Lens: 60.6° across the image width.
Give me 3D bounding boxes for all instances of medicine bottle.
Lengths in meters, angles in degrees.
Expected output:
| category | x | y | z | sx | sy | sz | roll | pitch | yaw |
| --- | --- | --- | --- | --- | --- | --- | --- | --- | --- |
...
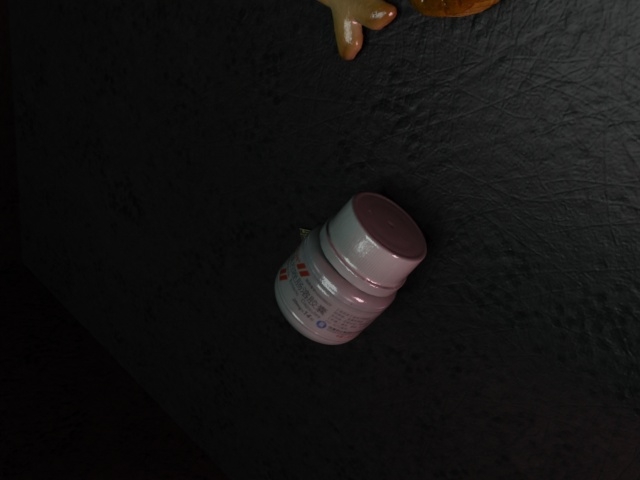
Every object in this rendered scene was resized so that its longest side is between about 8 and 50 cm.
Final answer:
| category | x | y | z | sx | sy | sz | roll | pitch | yaw |
| --- | --- | --- | --- | --- | --- | --- | --- | --- | --- |
| medicine bottle | 0.065 | 0.062 | 1.230 | 0.245 | 0.245 | 0.306 | 47 | 123 | 11 |

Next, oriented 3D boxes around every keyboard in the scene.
| category | x | y | z | sx | sy | sz | roll | pitch | yaw |
| --- | --- | --- | --- | --- | --- | --- | --- | --- | --- |
| keyboard | 0.000 | 0.000 | 1.411 | 0.129 | 0.015 | 0.049 | 13 | 119 | 35 |

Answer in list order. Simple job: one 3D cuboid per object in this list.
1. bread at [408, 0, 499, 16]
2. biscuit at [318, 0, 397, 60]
| category | x | y | z | sx | sy | sz | roll | pitch | yaw |
| --- | --- | --- | --- | --- | --- | --- | --- | --- | --- |
| bread | 0.222 | -0.503 | 0.893 | 0.227 | 0.142 | 0.253 | -17 | 101 | 51 |
| biscuit | 0.047 | -0.493 | 1.107 | 0.164 | 0.047 | 0.207 | -33 | 88 | 43 |
